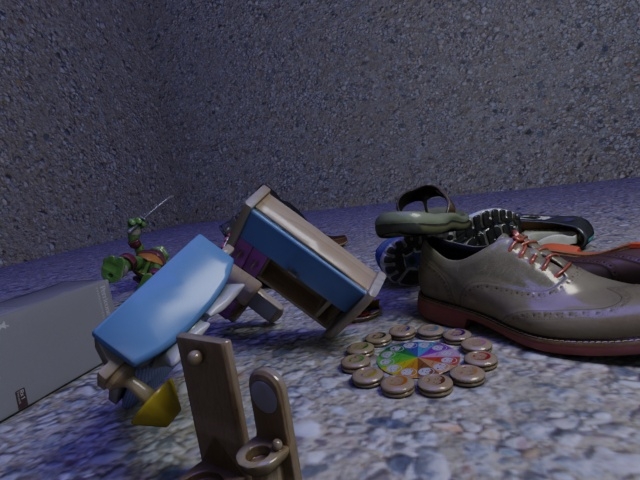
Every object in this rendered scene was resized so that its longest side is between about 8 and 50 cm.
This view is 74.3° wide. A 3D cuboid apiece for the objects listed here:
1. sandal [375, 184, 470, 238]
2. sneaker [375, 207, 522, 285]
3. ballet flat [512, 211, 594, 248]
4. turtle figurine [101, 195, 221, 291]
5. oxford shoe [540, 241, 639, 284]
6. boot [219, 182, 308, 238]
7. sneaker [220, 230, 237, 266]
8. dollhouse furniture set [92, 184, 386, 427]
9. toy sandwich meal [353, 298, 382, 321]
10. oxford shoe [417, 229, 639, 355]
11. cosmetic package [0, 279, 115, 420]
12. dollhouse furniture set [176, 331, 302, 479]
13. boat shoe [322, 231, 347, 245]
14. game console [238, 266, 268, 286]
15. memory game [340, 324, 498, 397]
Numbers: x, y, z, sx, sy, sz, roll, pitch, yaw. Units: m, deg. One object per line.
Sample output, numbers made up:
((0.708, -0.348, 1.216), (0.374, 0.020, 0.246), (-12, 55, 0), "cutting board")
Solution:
((0.175, -0.051, 0.698), (0.120, 0.086, 0.303), (-9, -1, 24), "sandal")
((0.267, 0.001, 0.892), (0.331, 0.129, 0.147), (-9, 11, -10), "sneaker")
((0.460, -0.016, 0.965), (0.281, 0.095, 0.096), (-3, 22, 29), "ballet flat")
((-0.410, 0.019, 1.070), (0.275, 0.197, 0.266), (-24, 17, 6), "turtle figurine")
((0.379, 0.063, 0.572), (0.099, 0.096, 0.271), (-27, 8, -19), "oxford shoe")
((-0.173, -0.034, 1.438), (0.223, 0.338, 0.118), (-45, 46, 7), "boot")
((-0.190, 0.024, 1.206), (0.112, 0.120, 0.299), (26, 27, 14), "sneaker")
((-0.107, 0.135, 0.521), (0.303, 0.198, 0.286), (-52, -1, -43), "dollhouse furniture set")
((0.060, 0.108, 0.695), (0.086, 0.029, 0.085), (-8, 9, 1), "toy sandwich meal")
((0.266, 0.054, 0.534), (0.123, 0.130, 0.349), (-16, 12, -43), "oxford shoe")
((-0.396, 0.142, 0.565), (0.107, 0.127, 0.238), (-4, 11, 22), "cosmetic package")
((-0.086, 0.148, 0.254), (0.144, 0.123, 0.151), (-2, 11, 34), "dollhouse furniture set")
((0.000, 0.000, 1.343), (0.178, 0.060, 0.064), (-9, 9, -9), "boat shoe")
((-0.130, 0.067, 0.989), (0.107, 0.071, 0.122), (-14, 11, -35), "game console")
((0.116, 0.138, 0.511), (0.187, 0.012, 0.186), (-7, 8, 1), "memory game")
